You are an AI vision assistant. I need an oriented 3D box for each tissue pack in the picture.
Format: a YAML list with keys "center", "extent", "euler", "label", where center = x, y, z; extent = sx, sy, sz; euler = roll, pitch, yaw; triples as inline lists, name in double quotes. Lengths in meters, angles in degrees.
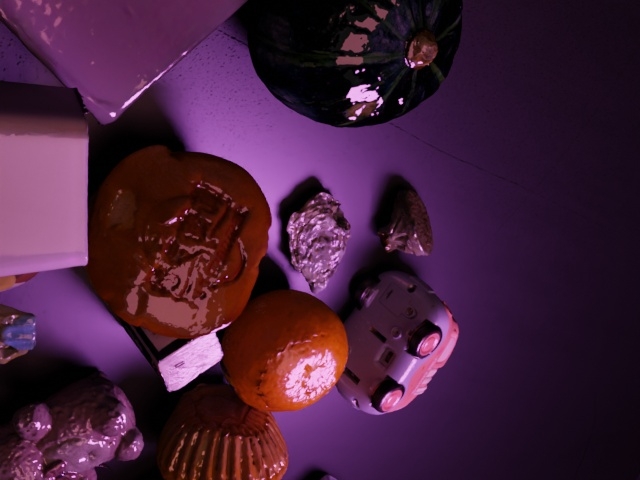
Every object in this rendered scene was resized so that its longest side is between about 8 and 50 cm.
- center: [-0.233, 0.136, 1.376]
  extent: [0.103, 0.170, 0.090]
  euler: [-30, 136, -17]
  label: "tissue pack"

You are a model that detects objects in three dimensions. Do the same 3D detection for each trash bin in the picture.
- center: [-0.443, -0.090, 0.978]
  extent: [0.367, 0.256, 0.296]
  euler: [-2, 112, -20]
  label: "trash bin"

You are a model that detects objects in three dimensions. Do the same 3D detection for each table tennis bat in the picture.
- center: [-0.426, 0.422, 1.539]
  extent: [0.158, 0.014, 0.095]
  euler: [7, 115, -40]
  label: "table tennis bat"

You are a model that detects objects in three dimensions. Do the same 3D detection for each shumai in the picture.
- center: [0.146, -0.025, 1.615]
  extent: [0.087, 0.124, 0.099]
  euler: [-17, 164, 25]
  label: "shumai"

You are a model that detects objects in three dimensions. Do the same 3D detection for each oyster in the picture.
- center: [0.000, 0.000, 1.533]
  extent: [0.125, 0.064, 0.177]
  euler: [-31, 131, -10]
  label: "oyster"

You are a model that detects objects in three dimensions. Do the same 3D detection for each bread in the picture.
- center: [-0.202, 0.000, 1.263]
  extent: [0.270, 0.148, 0.270]
  euler: [0, 89, -23]
  label: "bread"
- center: [-0.165, 0.348, 1.531]
  extent: [0.240, 0.240, 0.139]
  euler: [-3, 110, -35]
  label: "bread"

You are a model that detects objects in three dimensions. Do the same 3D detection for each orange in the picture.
- center: [-0.062, 0.185, 1.520]
  extent: [0.219, 0.193, 0.219]
  euler: [-9, 125, -13]
  label: "orange"

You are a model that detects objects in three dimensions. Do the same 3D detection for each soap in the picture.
- center: [-0.253, -0.331, 1.096]
  extent: [0.296, 0.107, 0.285]
  euler: [-41, 134, -5]
  label: "soap"

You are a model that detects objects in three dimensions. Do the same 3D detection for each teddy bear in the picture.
- center: [-0.412, 0.318, 1.387]
  extent: [0.267, 0.151, 0.236]
  euler: [-34, 140, -19]
  label: "teddy bear"

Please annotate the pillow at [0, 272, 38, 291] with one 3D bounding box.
- center: [-0.454, -0.030, 1.179]
  extent: [0.214, 0.086, 0.233]
  euler: [6, 118, -26]
  label: "pillow"

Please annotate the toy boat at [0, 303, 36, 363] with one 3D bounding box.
- center: [-0.527, 0.144, 1.208]
  extent: [0.276, 0.084, 0.111]
  euler: [-18, 143, -38]
  label: "toy boat"

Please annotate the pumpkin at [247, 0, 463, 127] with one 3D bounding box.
- center: [0.063, -0.295, 1.255]
  extent: [0.315, 0.238, 0.315]
  euler: [-21, 127, -30]
  label: "pumpkin"

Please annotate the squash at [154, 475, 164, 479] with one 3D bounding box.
- center: [-0.226, 0.520, 1.584]
  extent: [0.252, 0.252, 0.165]
  euler: [-32, 126, -14]
  label: "squash"

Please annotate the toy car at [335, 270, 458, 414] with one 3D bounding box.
- center: [0.149, 0.198, 1.700]
  extent: [0.212, 0.180, 0.270]
  euler: [16, 110, -52]
  label: "toy car"

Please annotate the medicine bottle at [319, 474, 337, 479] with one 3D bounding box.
- center: [-0.003, 0.587, 1.873]
  extent: [0.168, 0.135, 0.135]
  euler: [-46, 134, -3]
  label: "medicine bottle"
